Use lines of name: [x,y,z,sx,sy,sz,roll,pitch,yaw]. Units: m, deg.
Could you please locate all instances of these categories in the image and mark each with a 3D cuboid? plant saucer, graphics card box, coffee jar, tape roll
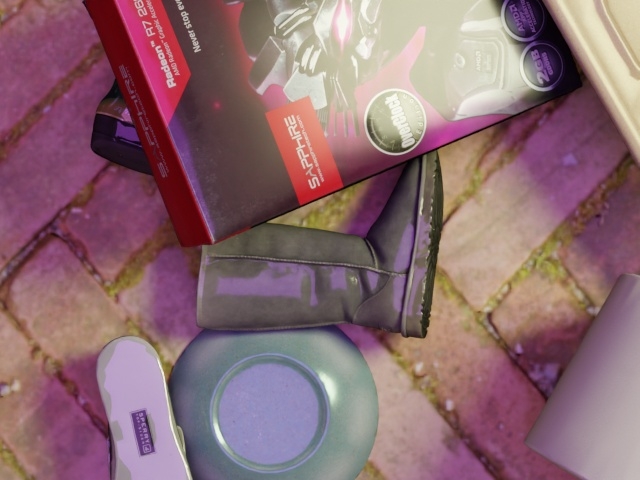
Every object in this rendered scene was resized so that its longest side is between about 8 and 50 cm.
plant saucer: [-0.045,0.154,1.491,0.195,0.037,0.195,0,87,2]
graphics card box: [0.016,-0.167,1.418,0.371,0.094,0.233,-23,96,-18]
coffee jar: [-0.138,-0.150,1.491,0.096,0.079,0.184,19,86,-4]
tape roll: [0.312,0.158,1.376,0.246,0.246,0.169,31,87,3]

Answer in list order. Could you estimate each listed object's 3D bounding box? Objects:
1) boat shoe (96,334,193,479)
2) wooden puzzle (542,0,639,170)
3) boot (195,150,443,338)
boat shoe: [-0.151,0.193,1.474,0.078,0.070,0.219,-7,83,-2]
wooden puzzle: [0.366,-0.189,1.447,0.322,0.080,0.348,-32,91,-14]
boot: [0.000,-0.002,1.488,0.208,0.076,0.189,6,72,14]
